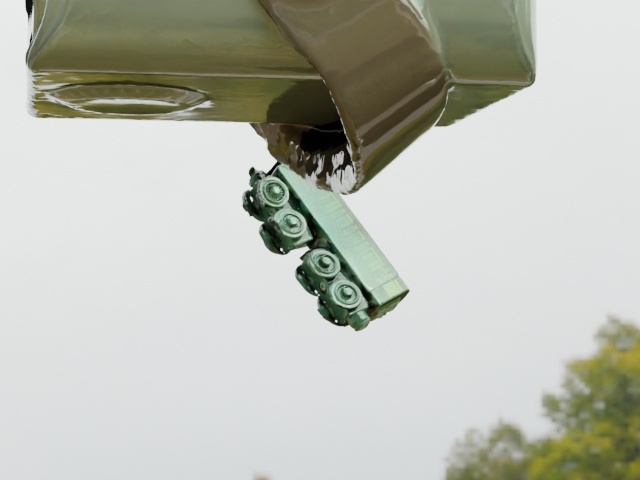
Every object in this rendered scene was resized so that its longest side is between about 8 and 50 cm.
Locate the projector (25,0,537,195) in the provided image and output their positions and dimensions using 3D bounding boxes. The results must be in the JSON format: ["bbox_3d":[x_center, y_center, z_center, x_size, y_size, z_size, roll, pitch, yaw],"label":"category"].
[{"bbox_3d":[-0.020,-0.138,0.579,0.177,0.243,0.163,0,-2,-9],"label":"projector"}]

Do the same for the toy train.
[{"bbox_3d":[0.000,0.000,1.160,0.071,0.148,0.038,-26,-16,-38],"label":"toy train"}]
